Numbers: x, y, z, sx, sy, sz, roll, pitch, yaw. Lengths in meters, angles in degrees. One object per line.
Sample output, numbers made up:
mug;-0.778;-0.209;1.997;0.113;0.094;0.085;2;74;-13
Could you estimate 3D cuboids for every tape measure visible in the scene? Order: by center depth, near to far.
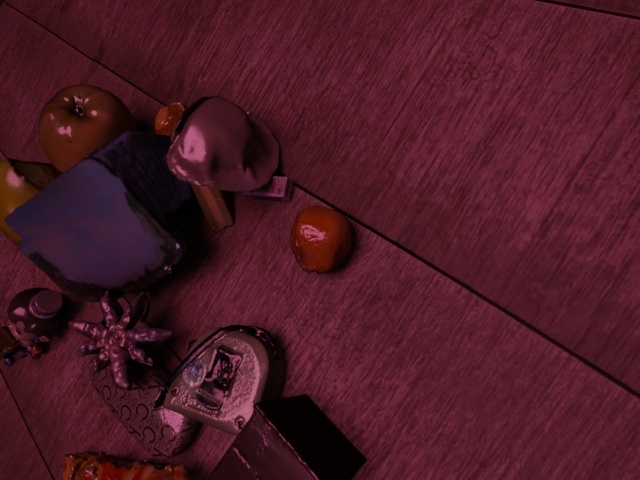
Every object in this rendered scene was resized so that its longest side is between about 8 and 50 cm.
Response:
tape measure;-0.199;0.262;0.844;0.236;0.115;0.206;10;76;22

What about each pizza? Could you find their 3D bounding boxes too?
pizza;-0.423;0.584;0.896;0.406;0.130;0.439;-48;60;19

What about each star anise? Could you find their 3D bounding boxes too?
star anise;-0.442;0.219;0.943;0.230;0.093;0.236;-10;65;-4

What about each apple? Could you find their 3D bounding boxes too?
apple;-0.628;-0.287;1.156;0.263;0.262;0.262;-7;74;28

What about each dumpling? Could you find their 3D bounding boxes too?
dumpling;-0.203;-0.221;0.911;0.205;0.163;0.292;12;43;18

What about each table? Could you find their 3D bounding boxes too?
table;-0.067;0.401;0.720;0.169;0.172;0.193;39;97;30

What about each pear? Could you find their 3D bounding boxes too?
pear;-0.785;-0.072;1.199;0.282;0.286;0.176;-41;81;14

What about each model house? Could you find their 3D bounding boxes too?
model house;-0.481;-0.085;1.047;0.360;0.297;0.339;-28;29;22

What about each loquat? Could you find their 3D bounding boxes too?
loquat;0.000;0.000;0.825;0.138;0.113;0.137;0;92;8

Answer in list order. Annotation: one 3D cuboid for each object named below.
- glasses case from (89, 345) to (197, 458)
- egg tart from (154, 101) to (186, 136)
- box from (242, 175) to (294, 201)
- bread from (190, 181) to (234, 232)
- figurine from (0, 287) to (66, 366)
glasses case;-0.417;0.349;0.980;0.355;0.085;0.137;30;91;30
egg tart;-0.424;-0.329;1.174;0.129;0.049;0.128;-9;73;29
box;-0.118;-0.118;0.957;0.117;0.036;0.050;9;83;30
bread;-0.260;-0.099;1.005;0.074;0.084;0.139;-17;71;24
figurine;-0.826;0.226;1.198;0.275;0.158;0.161;-46;70;13
